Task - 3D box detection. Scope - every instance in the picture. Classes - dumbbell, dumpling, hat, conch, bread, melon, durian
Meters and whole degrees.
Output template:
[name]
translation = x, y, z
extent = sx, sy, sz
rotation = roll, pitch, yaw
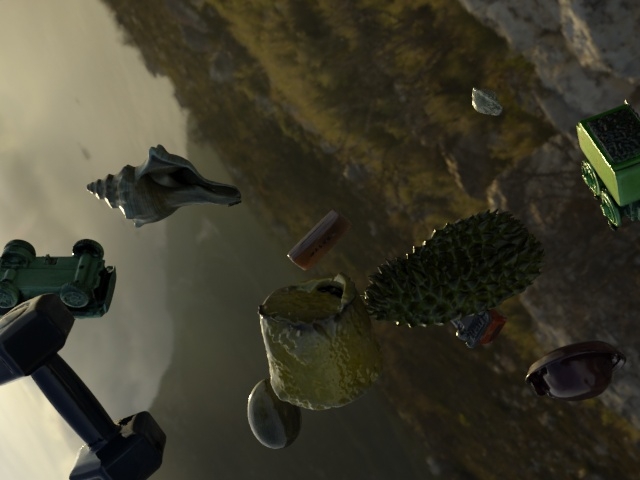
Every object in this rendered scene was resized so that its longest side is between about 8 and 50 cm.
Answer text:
[dumbbell]
translation = -0.375, 0.241, 1.343
extent = 0.325, 0.144, 0.160
rotation = 56, -176, -16
[dumpling]
translation = 0.349, -0.288, 1.866
extent = 0.057, 0.052, 0.076
rotation = -124, 22, -53
[hat]
translation = 0.523, 0.276, 1.802
extent = 0.205, 0.205, 0.089
rotation = 91, 170, -60
[conch]
translation = -0.264, -0.101, 1.446
extent = 0.114, 0.234, 0.137
rotation = -106, -6, -54
[bread]
translation = 0.000, 0.159, 1.408
extent = 0.197, 0.197, 0.170
rotation = 31, 144, 54
[melon]
translation = -0.083, 0.315, 1.620
extent = 0.098, 0.098, 0.130
rotation = 163, 98, -72
[durian]
translation = 0.234, 0.056, 1.488
extent = 0.157, 0.355, 0.169
rotation = 66, 162, 12

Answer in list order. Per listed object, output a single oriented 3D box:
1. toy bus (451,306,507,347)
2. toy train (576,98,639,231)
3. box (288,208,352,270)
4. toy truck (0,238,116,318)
[toy bus]
translation = 0.266, 0.114, 1.635
extent = 0.174, 0.077, 0.079
rotation = 53, 129, 41
[toy train]
translation = 0.589, -0.147, 1.733
extent = 0.243, 0.132, 0.188
rotation = -103, -9, -50
[box]
translation = 0.000, 0.000, 1.486
extent = 0.048, 0.115, 0.025
rotation = 41, -172, -40
[toy truck]
translation = -0.580, 0.097, 1.891
extent = 0.156, 0.279, 0.155
rotation = 89, -178, -46
